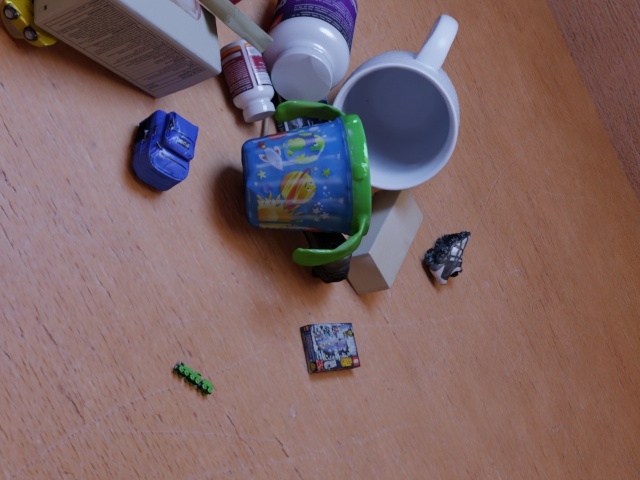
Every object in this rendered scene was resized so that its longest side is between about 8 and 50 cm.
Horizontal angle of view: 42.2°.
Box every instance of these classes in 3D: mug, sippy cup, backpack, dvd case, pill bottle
[{"bbox_3d":[0.199,-0.332,1.868,0.276,0.374,0.328,28,24,-1],"label":"mug"},{"bbox_3d":[-0.033,-0.113,1.559,0.305,0.224,0.240,-107,-167,-63],"label":"sippy cup"},{"bbox_3d":[-0.267,-0.155,1.425,0.098,0.101,0.120,29,55,-32],"label":"backpack"},{"bbox_3d":[-0.026,-0.229,1.816,0.179,0.030,0.238,0,72,-50],"label":"dvd case"},{"bbox_3d":[-0.145,-0.319,1.668,0.086,0.086,0.151,-12,82,-53],"label":"pill bottle"},{"bbox_3d":[-0.021,-0.434,1.771,0.181,0.182,0.322,44,36,-29],"label":"pill bottle"}]

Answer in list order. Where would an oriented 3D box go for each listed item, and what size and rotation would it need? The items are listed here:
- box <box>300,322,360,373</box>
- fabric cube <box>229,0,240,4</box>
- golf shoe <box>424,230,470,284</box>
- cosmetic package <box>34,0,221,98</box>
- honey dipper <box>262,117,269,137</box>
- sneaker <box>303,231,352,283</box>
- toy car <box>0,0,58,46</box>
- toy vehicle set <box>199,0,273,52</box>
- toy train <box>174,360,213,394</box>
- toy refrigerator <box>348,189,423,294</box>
[{"bbox_3d":[0.021,0.213,1.655,0.137,0.027,0.093,4,71,-50],"label":"box"},{"bbox_3d":[-0.168,-0.677,1.681,0.259,0.254,0.258,45,45,-29],"label":"fabric cube"},{"bbox_3d":[0.325,0.042,2.089,0.198,0.077,0.093,-36,112,-45],"label":"golf shoe"},{"bbox_3d":[-0.313,-0.368,1.382,0.296,0.153,0.129,30,49,-58],"label":"cosmetic package"},{"bbox_3d":[-0.115,-0.207,1.700,0.030,0.030,0.160,31,46,-38],"label":"honey dipper"},{"bbox_3d":[0.000,0.000,1.696,0.087,0.130,0.227,-16,49,-15],"label":"sneaker"},{"bbox_3d":[-0.527,-0.402,1.265,0.225,0.053,0.238,-13,82,-52],"label":"toy car"},{"bbox_3d":[-0.217,-0.464,1.544,0.267,0.035,0.166,44,9,17],"label":"toy vehicle set"},{"bbox_3d":[-0.209,0.227,1.373,0.083,0.017,0.023,44,33,-28],"label":"toy train"},{"bbox_3d":[0.135,-0.006,1.855,0.102,0.094,0.269,58,38,-24],"label":"toy refrigerator"}]
